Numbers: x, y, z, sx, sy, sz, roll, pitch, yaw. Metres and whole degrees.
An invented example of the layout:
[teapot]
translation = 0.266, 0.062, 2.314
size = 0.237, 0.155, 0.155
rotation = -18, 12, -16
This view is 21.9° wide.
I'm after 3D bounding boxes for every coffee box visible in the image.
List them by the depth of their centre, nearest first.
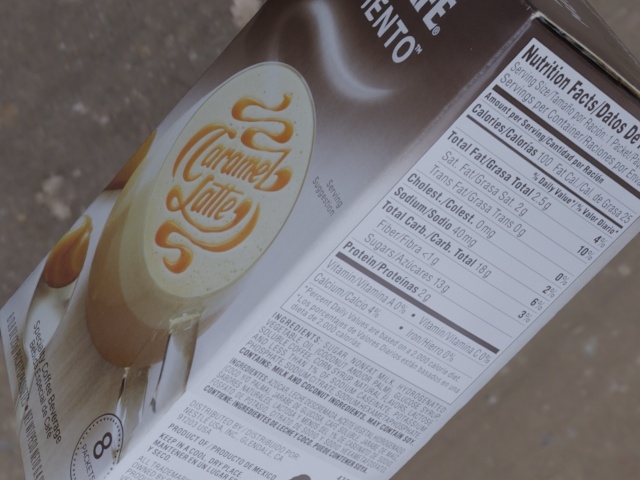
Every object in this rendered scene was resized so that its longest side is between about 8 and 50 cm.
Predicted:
[coffee box]
translation = 0.000, 0.000, 0.598
size = 0.098, 0.141, 0.246
rotation = 32, 109, -34
